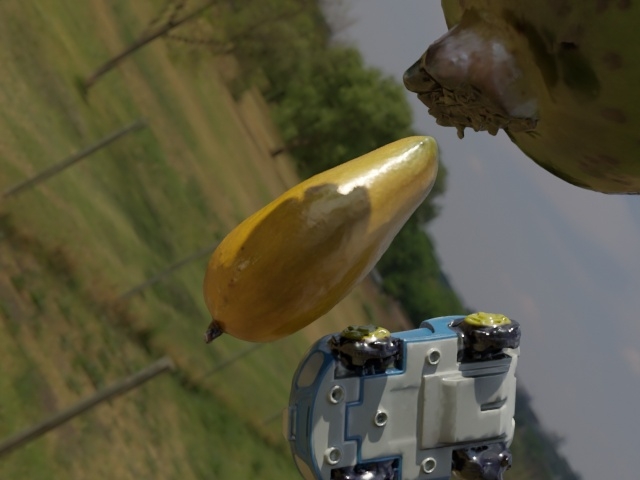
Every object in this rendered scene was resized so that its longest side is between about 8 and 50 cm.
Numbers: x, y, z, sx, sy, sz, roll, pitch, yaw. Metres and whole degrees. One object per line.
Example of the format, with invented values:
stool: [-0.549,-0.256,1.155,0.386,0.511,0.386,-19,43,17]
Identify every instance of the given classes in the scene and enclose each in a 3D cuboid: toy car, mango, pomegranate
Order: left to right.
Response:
mango: [0.000,0.000,1.497,0.119,0.317,0.176,47,-12,23]
toy car: [0.087,0.176,1.623,0.166,0.314,0.198,19,-68,60]
pomegranate: [0.167,-0.137,0.771,0.254,0.270,0.254,52,-10,13]
